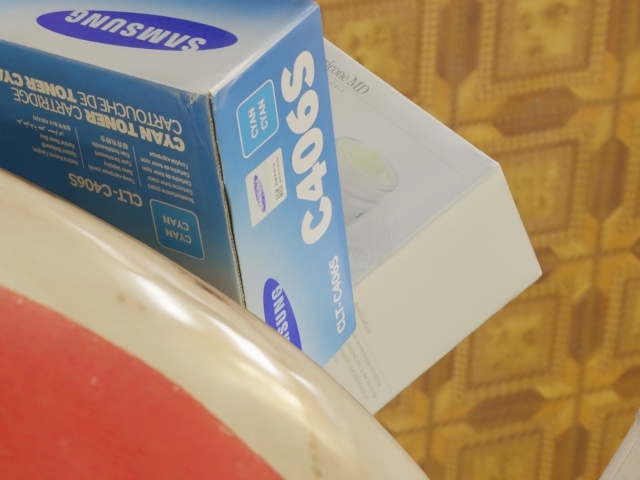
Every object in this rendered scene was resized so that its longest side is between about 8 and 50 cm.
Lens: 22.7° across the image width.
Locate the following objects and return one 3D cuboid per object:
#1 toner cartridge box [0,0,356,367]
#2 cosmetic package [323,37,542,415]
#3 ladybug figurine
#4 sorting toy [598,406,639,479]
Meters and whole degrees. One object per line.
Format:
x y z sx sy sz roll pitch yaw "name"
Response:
-0.155 -0.051 0.696 0.075 0.348 0.165 -46 141 -39 "toner cartridge box"
0.000 0.000 1.190 0.225 0.224 0.138 -39 137 -12 "cosmetic package"
-0.155 0.108 0.595 0.449 0.162 0.305 24 137 9 "ladybug figurine"
0.194 0.207 0.808 0.038 0.193 0.208 -19 146 -23 "sorting toy"
